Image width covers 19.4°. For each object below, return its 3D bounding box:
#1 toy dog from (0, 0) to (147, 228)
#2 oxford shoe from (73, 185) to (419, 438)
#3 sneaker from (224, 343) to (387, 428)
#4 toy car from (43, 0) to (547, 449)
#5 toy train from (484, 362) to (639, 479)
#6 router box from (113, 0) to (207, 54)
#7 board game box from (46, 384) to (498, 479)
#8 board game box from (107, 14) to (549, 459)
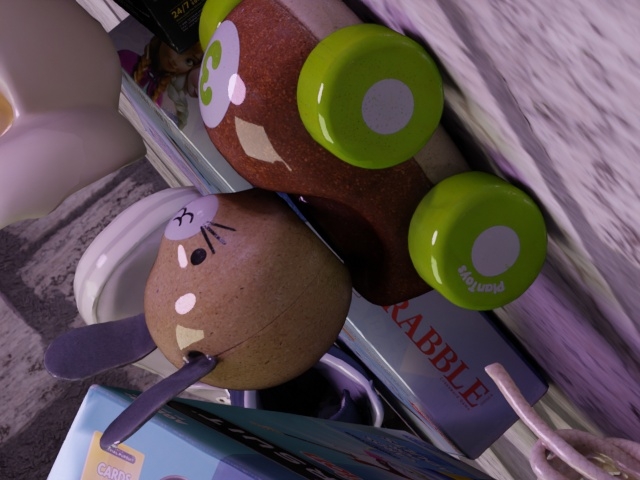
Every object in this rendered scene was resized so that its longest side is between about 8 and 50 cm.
[{"bbox_3d":[-0.263,-0.179,0.902,0.408,0.285,0.395,64,-159,-8],"label":"toy dog"},{"bbox_3d":[-0.030,0.083,1.489,0.130,0.169,0.449,48,-174,35],"label":"oxford shoe"},{"bbox_3d":[0.030,0.162,1.242,0.282,0.099,0.153,51,177,-10],"label":"sneaker"},{"bbox_3d":[-0.033,0.001,0.756,0.149,0.188,0.155,51,175,-26],"label":"toy car"},{"bbox_3d":[0.165,0.129,0.595,0.248,0.105,0.143,45,-173,39],"label":"toy train"},{"bbox_3d":[-0.124,-0.184,0.996,0.133,0.046,0.179,54,173,-34],"label":"router box"},{"bbox_3d":[0.062,0.165,0.869,0.254,0.079,0.336,25,-178,27],"label":"board game box"},{"bbox_3d":[0.000,0.000,1.198,0.318,0.066,0.318,48,176,3],"label":"board game box"}]
